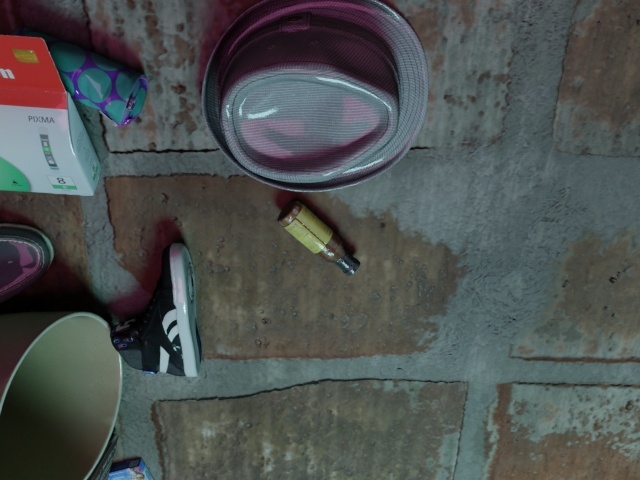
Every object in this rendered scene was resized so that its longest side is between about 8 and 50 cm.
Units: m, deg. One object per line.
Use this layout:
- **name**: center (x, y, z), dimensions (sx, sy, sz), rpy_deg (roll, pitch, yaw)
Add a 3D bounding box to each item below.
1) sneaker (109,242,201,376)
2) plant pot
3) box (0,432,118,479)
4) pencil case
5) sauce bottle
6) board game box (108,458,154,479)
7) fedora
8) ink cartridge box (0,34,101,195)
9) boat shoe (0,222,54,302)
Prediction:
- **sneaker**: center (-0.235, 0.105, 0.861), dimensions (0.121, 0.079, 0.217), rpy_deg (0, 119, -2)
- **plant pot**: center (-0.458, 0.203, 0.840), dimensions (0.273, 0.256, 0.257), rpy_deg (7, 118, 14)
- **box**: center (-0.444, 0.490, 0.967), dimensions (0.143, 0.191, 0.382), rpy_deg (18, 109, -5)
- **pencil case**: center (-0.282, -0.187, 0.717), dimensions (0.151, 0.064, 0.070), rpy_deg (21, 90, -11)
- **sauce bottle**: center (0.000, 0.000, 0.831), dimensions (0.042, 0.042, 0.128), rpy_deg (-40, 111, 18)
- **board game box**: center (-0.329, 0.417, 1.056), dimensions (0.090, 0.020, 0.090), rpy_deg (-15, 117, 8)
- **fedora**: center (-0.004, -0.150, 0.706), dimensions (0.275, 0.124, 0.244), rpy_deg (2, 118, -2)
- **ink cartridge box**: center (-0.364, -0.132, 0.690), dimensions (0.180, 0.056, 0.225), rpy_deg (4, 154, -2)
- **boat shoe**: center (-0.497, 0.063, 0.771), dimensions (0.319, 0.099, 0.116), rpy_deg (-16, 110, -20)
